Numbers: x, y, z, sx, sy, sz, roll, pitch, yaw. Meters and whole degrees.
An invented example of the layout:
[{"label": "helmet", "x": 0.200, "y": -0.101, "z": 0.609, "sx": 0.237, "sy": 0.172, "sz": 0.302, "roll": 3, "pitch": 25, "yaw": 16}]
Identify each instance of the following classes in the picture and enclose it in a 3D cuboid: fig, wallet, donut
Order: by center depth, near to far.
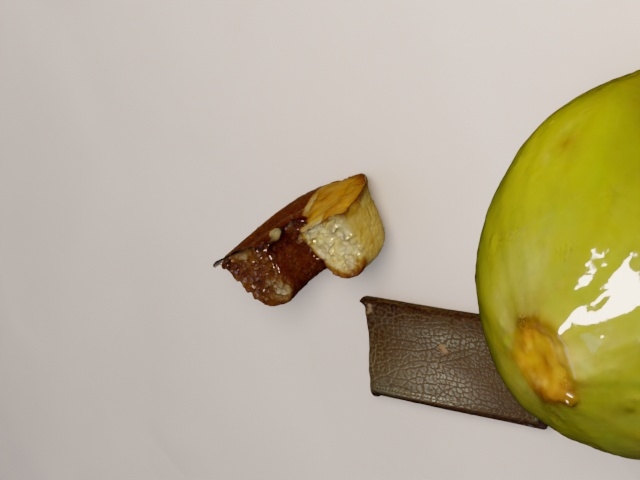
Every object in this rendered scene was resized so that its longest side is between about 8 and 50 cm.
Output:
[{"label": "fig", "x": 0.277, "y": 0.025, "z": 1.096, "sx": 0.343, "sy": 0.343, "sz": 0.343, "roll": 23, "pitch": 128, "yaw": 33}, {"label": "donut", "x": 0.001, "y": -0.001, "z": 1.508, "sx": 0.217, "sy": 0.141, "sz": 0.085, "roll": -20, "pitch": 109, "yaw": 49}, {"label": "wallet", "x": 0.153, "y": 0.137, "z": 1.517, "sx": 0.243, "sy": 0.039, "sz": 0.132, "roll": 6, "pitch": 112, "yaw": 42}]
